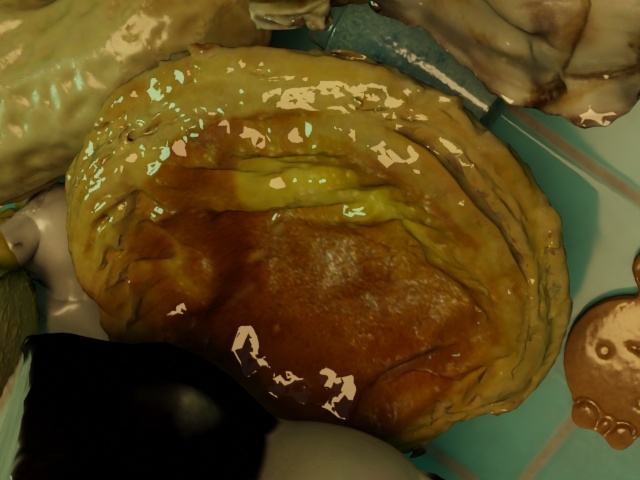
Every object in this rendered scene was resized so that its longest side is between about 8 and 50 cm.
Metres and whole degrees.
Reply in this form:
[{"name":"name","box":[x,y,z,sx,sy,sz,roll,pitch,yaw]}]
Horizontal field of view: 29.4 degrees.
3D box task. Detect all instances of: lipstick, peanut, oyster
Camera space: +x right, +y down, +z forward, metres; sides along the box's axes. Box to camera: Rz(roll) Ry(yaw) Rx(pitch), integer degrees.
[{"name":"lipstick","box":[0.011,-0.167,0.864,0.274,0.061,0.068,37,110,11]},{"name":"peanut","box":[-0.180,-0.124,0.878,0.313,0.152,0.152,-19,96,24]},{"name":"oyster","box":[0.122,-0.180,0.793,0.271,0.100,0.275,35,75,8]}]

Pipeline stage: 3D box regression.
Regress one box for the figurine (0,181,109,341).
[{"name":"figurine","box":[-0.197,0.041,0.956,0.129,0.109,0.178,-2,109,2]}]

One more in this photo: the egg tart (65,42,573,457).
[{"name":"egg tart","box":[0.000,0.000,0.834,0.352,0.150,0.352,10,128,13]}]

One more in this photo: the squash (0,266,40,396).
[{"name":"squash","box":[-0.337,0.060,0.869,0.247,0.132,0.132,11,104,8]}]

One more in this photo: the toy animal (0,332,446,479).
[{"name":"toy animal","box":[-0.066,0.196,0.785,0.310,0.251,0.251,20,108,-18]}]

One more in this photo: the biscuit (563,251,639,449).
[{"name":"biscuit","box":[0.252,0.067,0.861,0.184,0.027,0.133,-22,96,19]}]
